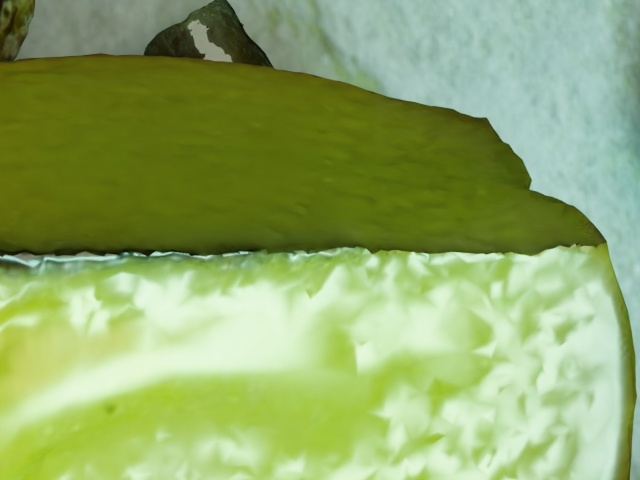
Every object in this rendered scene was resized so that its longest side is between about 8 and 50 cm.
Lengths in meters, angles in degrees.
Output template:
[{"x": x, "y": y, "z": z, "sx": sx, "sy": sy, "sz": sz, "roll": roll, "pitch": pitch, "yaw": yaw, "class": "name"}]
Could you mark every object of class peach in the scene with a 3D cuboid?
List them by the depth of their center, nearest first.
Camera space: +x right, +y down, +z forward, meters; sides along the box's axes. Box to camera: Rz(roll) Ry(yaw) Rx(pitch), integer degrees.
[{"x": -0.092, "y": 0.094, "z": 0.652, "sx": 0.380, "sy": 0.242, "sz": 0.306, "roll": -8, "pitch": 112, "yaw": -20, "class": "peach"}]

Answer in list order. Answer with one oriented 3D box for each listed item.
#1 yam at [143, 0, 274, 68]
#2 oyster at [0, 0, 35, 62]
[{"x": 0.000, "y": 0.000, "z": 0.795, "sx": 0.061, "sy": 0.061, "sz": 0.253, "roll": -35, "pitch": 96, "yaw": -22, "class": "yam"}, {"x": -0.210, "y": -0.086, "z": 0.711, "sx": 0.233, "sy": 0.107, "sz": 0.161, "roll": -41, "pitch": 106, "yaw": -19, "class": "oyster"}]
